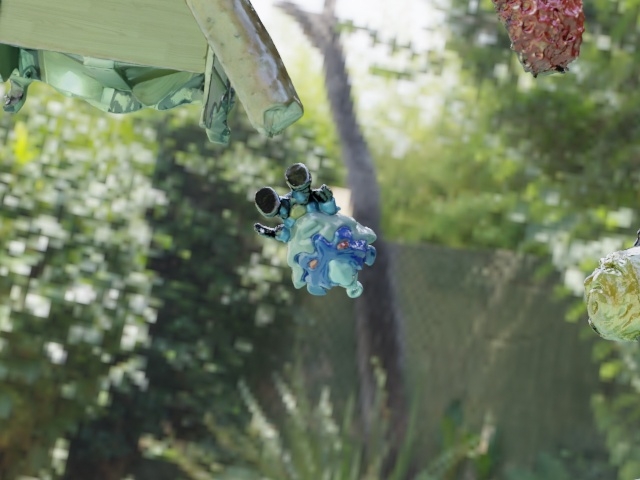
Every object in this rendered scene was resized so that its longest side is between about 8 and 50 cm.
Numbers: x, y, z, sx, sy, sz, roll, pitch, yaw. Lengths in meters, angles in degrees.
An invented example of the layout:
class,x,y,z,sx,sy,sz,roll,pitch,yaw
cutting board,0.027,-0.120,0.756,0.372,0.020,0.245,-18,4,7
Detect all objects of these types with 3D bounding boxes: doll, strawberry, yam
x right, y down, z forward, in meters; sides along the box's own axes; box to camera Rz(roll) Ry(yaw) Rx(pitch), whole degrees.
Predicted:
class,x,y,z,sx,sy,sz,roll,pitch,yaw
doll,0.000,0.000,1.687,0.096,0.070,0.195,-33,-41,3
strawberry,0.328,-0.365,2.595,0.111,0.190,0.236,-20,-56,23
yam,-0.083,-0.200,1.464,0.057,0.241,0.057,-26,-2,-1

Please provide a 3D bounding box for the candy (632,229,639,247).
class,x,y,z,sx,sy,sz,roll,pitch,yaw
candy,0.504,0.024,2.011,0.275,0.145,0.070,25,-2,1

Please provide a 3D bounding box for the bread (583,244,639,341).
class,x,y,z,sx,sy,sz,roll,pitch,yaw
bread,0.377,0.052,1.697,0.232,0.088,0.128,3,29,-4

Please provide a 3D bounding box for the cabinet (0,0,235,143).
class,x,y,z,sx,sy,sz,roll,pitch,yaw
cabinet,-0.228,-0.295,2.017,0.290,0.318,0.227,8,-1,0

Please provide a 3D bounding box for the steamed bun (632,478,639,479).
class,x,y,z,sx,sy,sz,roll,pitch,yaw
steamed bun,0.359,0.319,1.766,0.175,0.106,0.145,-5,-43,-3
